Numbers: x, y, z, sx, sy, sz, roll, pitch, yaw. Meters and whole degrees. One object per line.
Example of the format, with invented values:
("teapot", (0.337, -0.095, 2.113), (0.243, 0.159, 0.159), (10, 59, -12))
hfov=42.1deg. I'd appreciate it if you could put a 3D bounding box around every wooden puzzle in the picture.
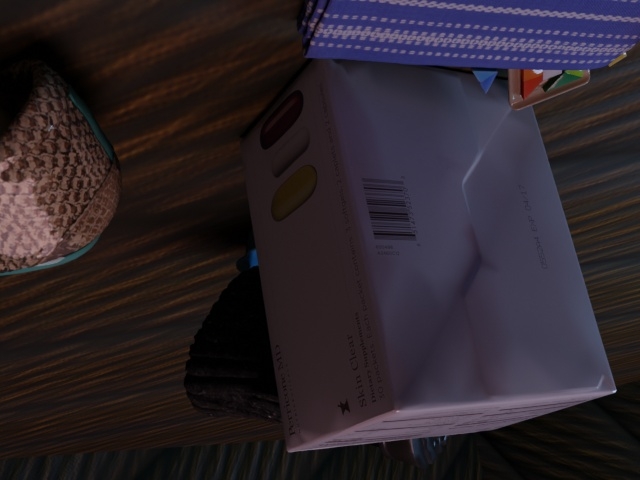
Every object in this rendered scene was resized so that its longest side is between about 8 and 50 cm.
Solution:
("wooden puzzle", (0.175, -0.133, 0.627), (0.116, 0.014, 0.078), (-25, 145, 8))

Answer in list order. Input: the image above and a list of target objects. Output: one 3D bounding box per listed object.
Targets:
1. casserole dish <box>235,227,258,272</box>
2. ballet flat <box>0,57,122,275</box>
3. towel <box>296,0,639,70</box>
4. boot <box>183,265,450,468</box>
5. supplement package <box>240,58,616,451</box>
("casserole dish", (0.000, 0.000, 0.905), (0.189, 0.037, 0.114), (-8, 160, -4))
("ballet flat", (-0.379, -0.025, 0.529), (0.483, 0.164, 0.182), (-15, 139, -5))
("towel", (0.135, -0.192, 0.433), (0.243, 0.040, 0.336), (0, 160, -15))
("boot", (0.049, 0.078, 0.870), (0.260, 0.131, 0.348), (7, -152, 32))
("supplement package", (0.072, 0.013, 0.645), (0.204, 0.261, 0.145), (2, 156, -31))
